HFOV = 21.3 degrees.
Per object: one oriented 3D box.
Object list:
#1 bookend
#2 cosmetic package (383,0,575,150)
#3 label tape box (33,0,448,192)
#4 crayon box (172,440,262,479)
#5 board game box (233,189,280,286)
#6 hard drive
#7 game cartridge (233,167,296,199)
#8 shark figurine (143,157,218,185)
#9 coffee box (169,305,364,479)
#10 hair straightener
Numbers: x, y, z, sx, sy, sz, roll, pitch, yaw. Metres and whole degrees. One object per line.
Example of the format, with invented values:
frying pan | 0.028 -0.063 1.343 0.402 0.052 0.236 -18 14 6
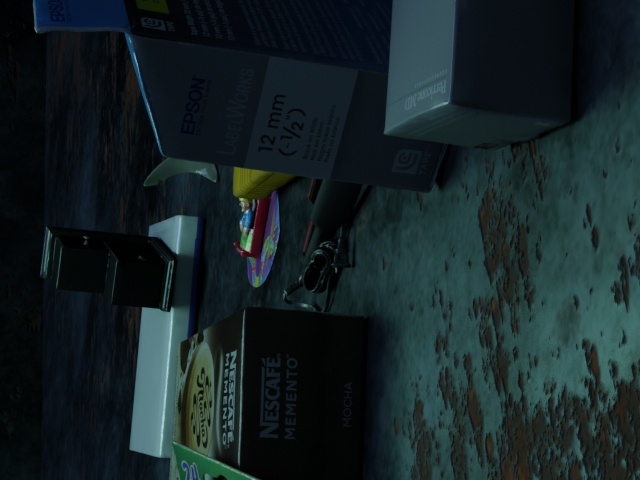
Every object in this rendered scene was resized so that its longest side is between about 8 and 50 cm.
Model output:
bookend | -0.282 0.037 2.253 0.156 0.157 0.072 -142 59 -72
cosmetic package | 0.117 -0.192 1.225 0.127 0.107 0.238 156 122 -68
label tape box | -0.082 -0.160 1.449 0.249 0.347 0.115 -113 33 -59
crayon box | -0.091 0.360 1.523 0.203 0.083 0.323 10 114 59
board game box | -0.082 -0.030 1.962 0.133 0.033 0.169 122 149 -56
hard drive | -0.212 0.133 2.332 0.210 0.040 0.319 167 108 -73
game cartridge | -0.026 -0.213 1.788 0.323 0.052 0.285 150 124 -66
shark figurine | -0.167 -0.211 2.179 0.166 0.116 0.278 -99 24 -45
coffee box | -0.059 0.167 1.665 0.297 0.119 0.168 149 125 -70
hair straightener | 0.000 0.000 1.648 0.230 0.047 0.089 113 156 -46
